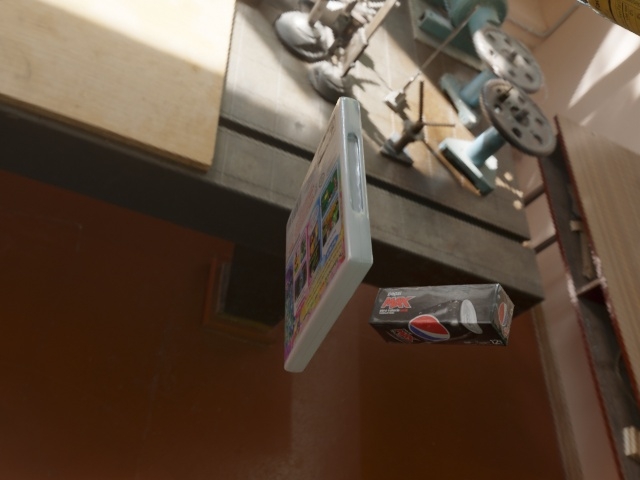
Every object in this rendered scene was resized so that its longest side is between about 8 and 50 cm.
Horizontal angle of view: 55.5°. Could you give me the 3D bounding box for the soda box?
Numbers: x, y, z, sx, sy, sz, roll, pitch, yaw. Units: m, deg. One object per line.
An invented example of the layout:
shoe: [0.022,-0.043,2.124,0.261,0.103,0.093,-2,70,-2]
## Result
soda box: [0.148,0.093,0.760,0.053,0.169,0.060,49,49,-36]

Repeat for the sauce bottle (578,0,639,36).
sauce bottle: [0.227,-0.193,0.397,0.112,0.111,0.344,2,39,-34]

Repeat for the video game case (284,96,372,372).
video game case: [0.000,0.000,0.448,0.019,0.157,0.143,9,52,-14]
